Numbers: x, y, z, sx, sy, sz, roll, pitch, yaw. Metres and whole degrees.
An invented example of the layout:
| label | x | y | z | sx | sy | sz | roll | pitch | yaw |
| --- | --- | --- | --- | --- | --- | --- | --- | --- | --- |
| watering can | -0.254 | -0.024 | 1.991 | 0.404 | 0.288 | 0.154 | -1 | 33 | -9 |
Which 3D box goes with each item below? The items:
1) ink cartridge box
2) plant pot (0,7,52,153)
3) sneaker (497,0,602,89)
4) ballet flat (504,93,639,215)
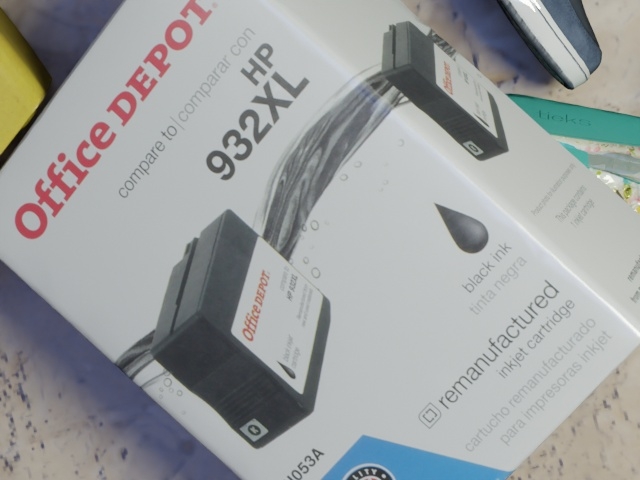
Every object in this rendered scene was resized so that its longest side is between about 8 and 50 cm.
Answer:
| label | x | y | z | sx | sy | sz | roll | pitch | yaw |
| --- | --- | --- | --- | --- | --- | --- | --- | --- | --- |
| ink cartridge box | 0.000 | 0.000 | 1.046 | 0.307 | 0.129 | 0.223 | 42 | 117 | 3 |
| plant pot | -0.263 | -0.085 | 1.070 | 0.187 | 0.212 | 0.212 | 38 | 93 | -11 |
| sneaker | 0.145 | -0.213 | 1.090 | 0.163 | 0.086 | 0.226 | -26 | 87 | 6 |
| ballet flat | 0.197 | -0.025 | 1.101 | 0.241 | 0.091 | 0.077 | 13 | 121 | 8 |
